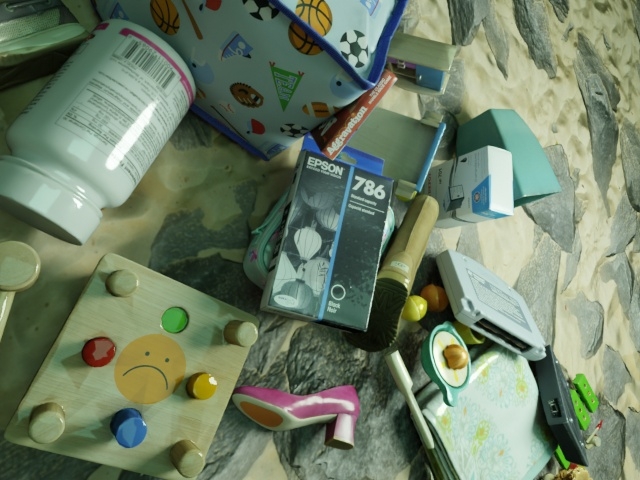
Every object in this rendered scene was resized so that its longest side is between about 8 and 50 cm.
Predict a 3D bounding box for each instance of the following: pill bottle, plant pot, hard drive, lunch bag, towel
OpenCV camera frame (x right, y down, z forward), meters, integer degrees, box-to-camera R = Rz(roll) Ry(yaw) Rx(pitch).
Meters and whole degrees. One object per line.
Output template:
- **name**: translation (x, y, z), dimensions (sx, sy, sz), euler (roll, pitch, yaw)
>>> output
- **pill bottle**: translation (-0.308, -0.146, 0.597), dimensions (0.160, 0.160, 0.282), euler (35, 66, -23)
- **plant pot**: translation (0.447, -0.199, 1.087), dimensions (0.166, 0.166, 0.234), euler (-10, 82, -33)
- **hard drive**: translation (0.595, 0.404, 1.087), dimensions (0.171, 0.054, 0.254), euler (59, 29, -17)
- **lunch bag**: translation (-0.126, -0.347, 0.643), dimensions (0.386, 0.328, 0.238), euler (30, 63, -24)
- **lunch bag**: translation (0.000, 0.000, 0.801), dimensions (0.224, 0.108, 0.279), euler (40, 64, -22)
- **towel**: translation (0.387, 0.421, 0.997), dimensions (0.375, 0.090, 0.320), euler (-26, 98, -33)

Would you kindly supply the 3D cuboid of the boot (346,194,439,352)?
- **boot**: translation (0.157, 0.067, 0.883), dimensions (0.089, 0.236, 0.269), euler (27, 42, 6)

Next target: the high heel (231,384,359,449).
- **high heel**: translation (-0.035, 0.276, 0.773), dimensions (0.244, 0.082, 0.117), euler (24, 42, -14)

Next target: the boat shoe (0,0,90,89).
- **boat shoe**: translation (-0.449, -0.252, 0.564), dimensions (0.285, 0.103, 0.092), euler (-37, 98, -35)

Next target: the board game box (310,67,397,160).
- **board game box**: translation (0.028, -0.241, 0.730), dimensions (0.027, 0.281, 0.145), euler (30, 109, -25)

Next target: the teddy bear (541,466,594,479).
- **teddy bear**: translation (0.535, 0.693, 1.054), dimensions (0.245, 0.113, 0.337), euler (37, 73, -15)

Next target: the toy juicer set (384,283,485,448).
- **toy juicer set**: translation (0.235, 0.213, 0.884), dimensions (0.209, 0.090, 0.329), euler (52, 44, -9)

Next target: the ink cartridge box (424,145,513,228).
- **ink cartridge box**: translation (0.325, -0.111, 0.975), dimensions (0.082, 0.191, 0.139), euler (8, 78, -30)

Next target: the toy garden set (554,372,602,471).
- **toy garden set**: translation (0.703, 0.528, 1.207), dimensions (0.244, 0.049, 0.203), euler (-37, 101, -32)

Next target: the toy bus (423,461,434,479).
- **toy bus**: translation (0.208, 0.583, 0.846), dimensions (0.105, 0.202, 0.190), euler (-16, 100, -3)

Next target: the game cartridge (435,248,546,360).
- **game cartridge**: translation (0.389, 0.142, 1.004), dimensions (0.297, 0.062, 0.198), euler (30, 30, -26)

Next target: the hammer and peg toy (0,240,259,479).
- **hammer and peg toy**: translation (-0.285, 0.162, 0.587), dimensions (0.362, 0.127, 0.265), euler (29, 70, -26)

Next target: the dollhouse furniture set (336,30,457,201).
- **dollhouse furniture set**: translation (0.121, -0.262, 0.938), dimensions (0.287, 0.198, 0.302), euler (19, 98, 10)

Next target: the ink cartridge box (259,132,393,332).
- **ink cartridge box**: translation (0.021, -0.029, 0.716), dimensions (0.166, 0.065, 0.332), euler (16, 71, -14)
